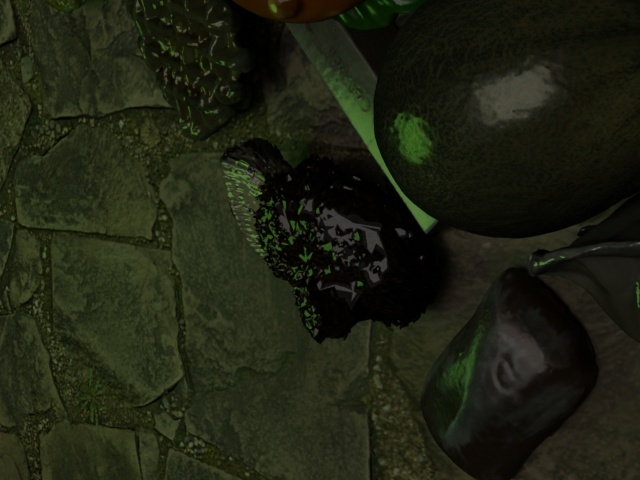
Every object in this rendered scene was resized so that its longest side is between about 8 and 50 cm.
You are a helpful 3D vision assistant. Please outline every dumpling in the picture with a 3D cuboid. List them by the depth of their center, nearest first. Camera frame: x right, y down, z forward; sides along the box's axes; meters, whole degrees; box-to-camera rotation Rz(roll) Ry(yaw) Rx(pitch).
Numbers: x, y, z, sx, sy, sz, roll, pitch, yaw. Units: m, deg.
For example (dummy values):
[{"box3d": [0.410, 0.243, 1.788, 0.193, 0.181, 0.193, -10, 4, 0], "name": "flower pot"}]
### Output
[{"box3d": [0.309, 0.032, 1.012, 0.293, 0.204, 0.163, -6, 112, 42], "name": "dumpling"}]

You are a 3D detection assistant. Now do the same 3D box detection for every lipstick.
[{"box3d": [0.061, -0.182, 1.316, 0.371, 0.080, 0.076, 58, 139, 17], "name": "lipstick"}]

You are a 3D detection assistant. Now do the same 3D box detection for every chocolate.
[{"box3d": [0.188, 0.162, 1.302, 0.157, 0.080, 0.254, 52, 137, 23], "name": "chocolate"}]

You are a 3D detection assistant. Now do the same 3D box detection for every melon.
[{"box3d": [0.190, -0.128, 1.049, 0.329, 0.248, 0.248, -21, 88, 52], "name": "melon"}]

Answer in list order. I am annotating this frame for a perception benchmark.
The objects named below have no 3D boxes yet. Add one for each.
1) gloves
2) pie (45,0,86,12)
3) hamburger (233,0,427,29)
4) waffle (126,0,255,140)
[{"box3d": [0.005, 0.002, 1.413, 0.312, 0.135, 0.210, 21, 116, 42], "name": "gloves"}, {"box3d": [-0.371, -0.447, 1.718, 0.201, 0.090, 0.248, 52, 139, 7], "name": "pie"}, {"box3d": [0.004, -0.410, 1.137, 0.396, 0.277, 0.396, 21, 119, 43], "name": "hamburger"}, {"box3d": [-0.182, -0.282, 1.542, 0.292, 0.056, 0.309, 64, 157, 8], "name": "waffle"}]
